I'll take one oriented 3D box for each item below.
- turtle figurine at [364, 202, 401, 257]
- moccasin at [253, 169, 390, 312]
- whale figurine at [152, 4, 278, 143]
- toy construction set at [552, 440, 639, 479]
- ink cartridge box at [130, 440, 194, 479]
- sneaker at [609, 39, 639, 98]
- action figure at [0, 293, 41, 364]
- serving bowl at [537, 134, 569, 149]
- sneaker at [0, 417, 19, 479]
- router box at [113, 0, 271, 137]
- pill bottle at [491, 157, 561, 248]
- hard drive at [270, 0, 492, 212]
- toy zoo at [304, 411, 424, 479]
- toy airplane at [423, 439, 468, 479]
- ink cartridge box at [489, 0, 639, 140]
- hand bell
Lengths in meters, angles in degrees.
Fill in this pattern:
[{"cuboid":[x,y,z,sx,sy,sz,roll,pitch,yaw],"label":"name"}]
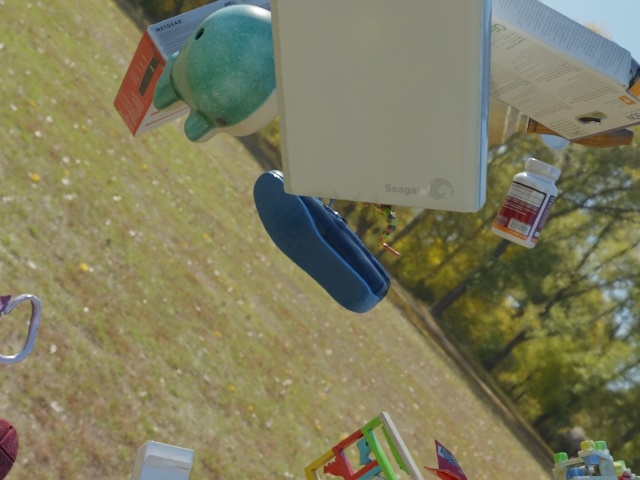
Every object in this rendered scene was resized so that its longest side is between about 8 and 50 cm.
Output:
[{"cuboid":[0.156,-0.104,2.074,0.217,0.087,0.270,66,4,-56],"label":"turtle figurine"},{"cuboid":[0.000,0.000,1.609,0.342,0.138,0.116,52,38,8],"label":"moccasin"},{"cuboid":[-0.154,-0.244,1.135,0.272,0.216,0.141,9,-19,43],"label":"whale figurine"},{"cuboid":[0.660,0.541,1.809,0.327,0.215,0.151,21,52,-14],"label":"toy construction set"},{"cuboid":[-0.298,0.432,1.508,0.092,0.090,0.143,16,-25,-15],"label":"ink cartridge box"},{"cuboid":[0.347,-0.220,1.128,0.083,0.084,0.214,44,-34,-24],"label":"sneaker"},{"cuboid":[-0.663,0.176,1.311,0.275,0.248,0.370,3,-10,5],"label":"action figure"},{"cuboid":[0.496,-0.233,1.735,0.083,0.083,0.027,47,-21,-12],"label":"serving bowl"},{"cuboid":[-0.535,0.347,1.153,0.087,0.128,0.221,62,28,-22],"label":"sneaker"},{"cuboid":[-0.201,-0.345,1.518,0.082,0.335,0.301,58,-30,1],"label":"router box"},{"cuboid":[0.381,-0.069,1.485,0.086,0.152,0.086,23,6,-2],"label":"pill bottle"},{"cuboid":[0.052,-0.183,0.737,0.040,0.202,0.308,-44,135,-57],"label":"hard drive"},{"cuboid":[0.081,0.554,1.854,0.030,0.293,0.192,25,31,-55],"label":"toy zoo"},{"cuboid":[0.164,0.259,0.812,0.151,0.028,0.151,36,-19,15],"label":"toy airplane"},{"cuboid":[0.247,-0.194,0.914,0.223,0.045,0.223,28,-4,-9],"label":"ink cartridge box"},{"cuboid":[0.294,-0.155,1.090,0.241,0.126,0.126,11,-4,11],"label":"hand bell"}]
